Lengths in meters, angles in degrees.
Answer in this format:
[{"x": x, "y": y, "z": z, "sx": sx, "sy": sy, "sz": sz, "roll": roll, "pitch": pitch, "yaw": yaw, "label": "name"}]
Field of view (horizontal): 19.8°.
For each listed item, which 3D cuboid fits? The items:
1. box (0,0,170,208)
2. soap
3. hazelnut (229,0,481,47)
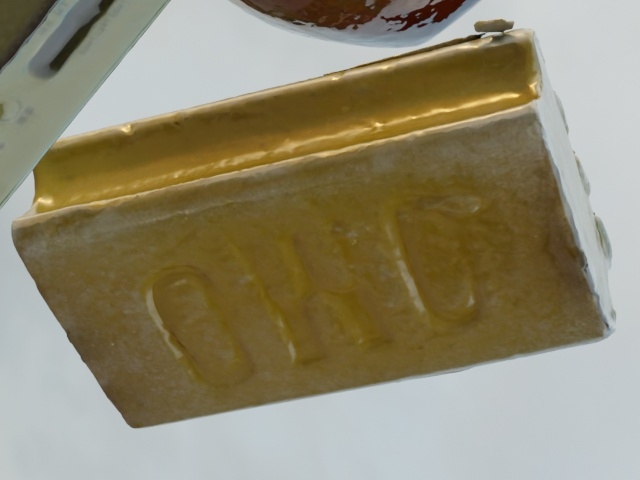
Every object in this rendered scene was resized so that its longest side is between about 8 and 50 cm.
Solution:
[{"x": -0.104, "y": -0.085, "z": 0.422, "sx": 0.270, "sy": 0.045, "sz": 0.211, "roll": -47, "pitch": -133, "yaw": 17, "label": "box"}, {"x": 0.000, "y": 0.000, "z": 0.946, "sx": 0.089, "sy": 0.274, "sz": 0.173, "roll": -85, "pitch": 157, "yaw": -45, "label": "soap"}, {"x": 0.004, "y": -0.321, "z": 1.286, "sx": 0.366, "sy": 0.366, "sz": 0.365, "roll": 46, "pitch": -33, "yaw": 43, "label": "hazelnut"}]
